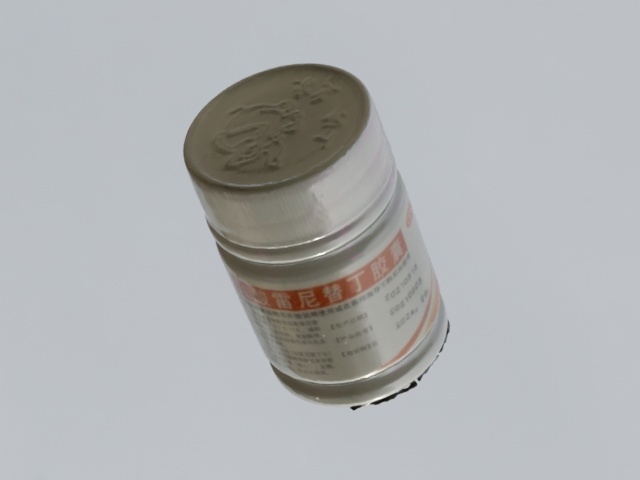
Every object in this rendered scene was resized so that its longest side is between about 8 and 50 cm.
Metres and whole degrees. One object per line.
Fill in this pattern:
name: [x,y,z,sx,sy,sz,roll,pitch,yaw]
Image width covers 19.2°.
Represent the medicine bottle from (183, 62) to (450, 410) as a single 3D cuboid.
medicine bottle: [0.000,0.000,0.541,0.057,0.057,0.089,41,-22,47]
